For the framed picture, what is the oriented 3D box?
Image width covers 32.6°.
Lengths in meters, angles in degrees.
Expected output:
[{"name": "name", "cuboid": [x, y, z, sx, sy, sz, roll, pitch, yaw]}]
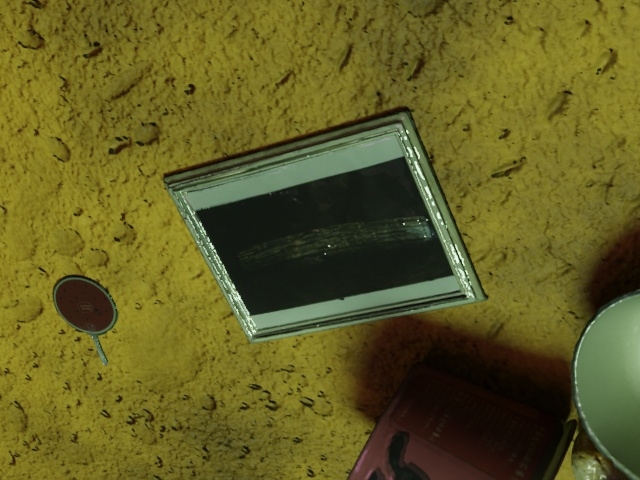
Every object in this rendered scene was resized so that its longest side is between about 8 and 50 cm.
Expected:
[{"name": "framed picture", "cuboid": [0.000, 0.000, 1.147, 0.293, 0.018, 0.231, -14, 117, 27]}]

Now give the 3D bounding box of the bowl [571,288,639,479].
[{"name": "bowl", "cuboid": [0.353, 0.127, 1.022, 0.211, 0.112, 0.211, 15, 115, 35]}]

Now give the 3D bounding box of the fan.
[{"name": "fan", "cuboid": [-0.278, 0.099, 1.321, 0.085, 0.005, 0.133, 0, 121, 19]}]

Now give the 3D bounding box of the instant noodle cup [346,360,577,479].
[{"name": "instant noodle cup", "cuboid": [0.137, 0.245, 1.143, 0.178, 0.235, 0.235, 30, 128, 12]}]

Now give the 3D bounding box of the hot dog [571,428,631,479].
[{"name": "hot dog", "cuboid": [0.360, 0.293, 1.169, 0.073, 0.084, 0.242, -32, 106, 32]}]
